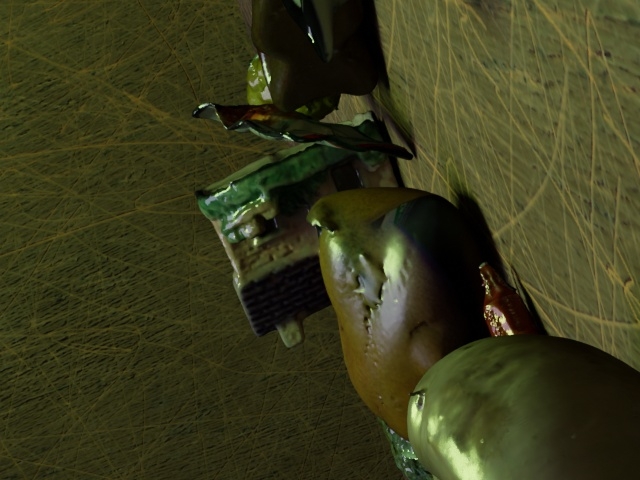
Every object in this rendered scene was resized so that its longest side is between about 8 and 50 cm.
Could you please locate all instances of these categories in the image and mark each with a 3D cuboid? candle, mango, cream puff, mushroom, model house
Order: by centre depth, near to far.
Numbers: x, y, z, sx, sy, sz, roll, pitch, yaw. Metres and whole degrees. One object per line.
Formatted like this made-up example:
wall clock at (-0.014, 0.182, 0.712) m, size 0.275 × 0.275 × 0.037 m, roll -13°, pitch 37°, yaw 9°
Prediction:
mushroom at (0.105, 0.209, 0.906) m, size 0.292 × 0.290 × 0.293 m, roll 155°, pitch 90°, yaw -88°
candle at (0.171, 0.086, 1.301) m, size 0.053 × 0.048 × 0.162 m, roll -48°, pitch 56°, yaw 46°
mango at (0.090, 0.072, 1.485) m, size 0.287 × 0.152 × 0.201 m, roll 74°, pitch 180°, yaw -45°
cream puff at (-0.011, -0.197, 1.815) m, size 0.116 × 0.146 × 0.146 m, roll 31°, pitch 166°, yaw 12°
model house at (0.000, 0.000, 1.884) m, size 0.237 × 0.237 × 0.202 m, roll 66°, pitch 170°, yaw -8°

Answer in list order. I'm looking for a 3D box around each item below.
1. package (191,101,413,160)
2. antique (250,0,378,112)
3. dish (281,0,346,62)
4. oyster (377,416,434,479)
package at (-0.023, -0.123, 1.693) m, size 0.232 × 0.166 × 0.040 m, roll 18°, pitch 101°, yaw 54°
antique at (-0.017, -0.243, 1.622) m, size 0.257 × 0.121 × 0.143 m, roll 75°, pitch -178°, yaw -53°
dish at (-0.003, -0.291, 1.088) m, size 0.303 × 0.120 × 0.303 m, roll 159°, pitch 90°, yaw -87°
oyster at (0.142, 0.219, 1.785) m, size 0.162 × 0.158 × 0.351 m, roll 6°, pitch 114°, yaw 44°
